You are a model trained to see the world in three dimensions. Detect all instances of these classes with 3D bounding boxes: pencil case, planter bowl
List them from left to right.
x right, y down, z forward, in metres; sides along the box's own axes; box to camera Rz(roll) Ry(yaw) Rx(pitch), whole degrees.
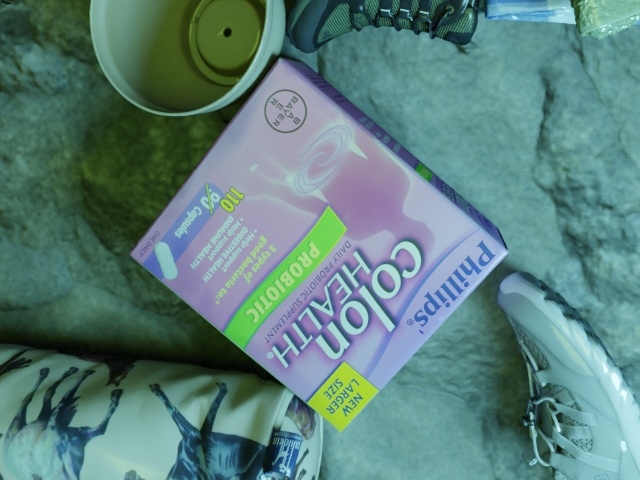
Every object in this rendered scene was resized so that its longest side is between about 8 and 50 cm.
[{"bbox_3d":[-0.208,0.191,0.740,0.410,0.183,0.160,5,120,9],"label":"pencil case"},{"bbox_3d":[-0.096,-0.184,0.684,0.162,0.109,0.162,2,96,21],"label":"planter bowl"}]

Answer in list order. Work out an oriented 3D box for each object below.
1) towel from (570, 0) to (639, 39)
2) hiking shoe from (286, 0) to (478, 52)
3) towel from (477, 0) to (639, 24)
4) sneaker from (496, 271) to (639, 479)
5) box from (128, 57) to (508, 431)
[{"bbox_3d":[0.255,-0.229,0.627,0.148,0.027,0.110,-20,96,-5],"label":"towel"},{"bbox_3d":[0.076,-0.203,0.665,0.227,0.086,0.114,-28,90,24],"label":"hiking shoe"},{"bbox_3d":[0.279,-0.281,0.662,0.285,0.034,0.209,3,101,7],"label":"towel"},{"bbox_3d":[0.224,0.160,0.719,0.115,0.105,0.281,-30,96,12],"label":"sneaker"},{"bbox_3d":[0.000,0.000,0.712,0.243,0.117,0.213,40,103,-2],"label":"box"}]
